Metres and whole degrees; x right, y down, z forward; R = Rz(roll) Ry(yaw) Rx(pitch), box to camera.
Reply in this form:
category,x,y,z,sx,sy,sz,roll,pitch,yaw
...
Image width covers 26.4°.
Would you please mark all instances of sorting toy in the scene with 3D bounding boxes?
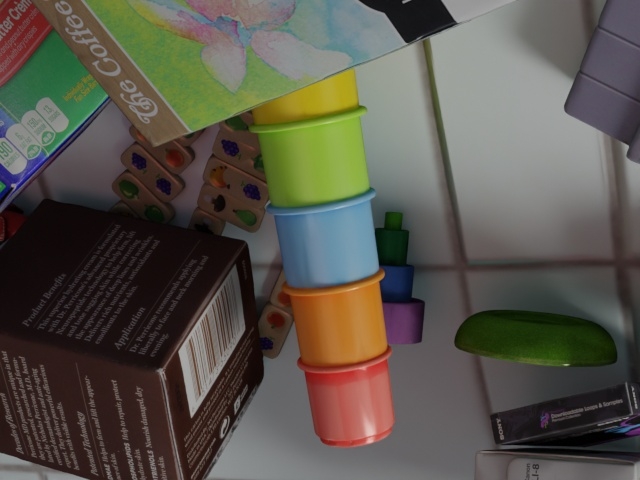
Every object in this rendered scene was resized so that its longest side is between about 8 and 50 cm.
category,x,y,z,sx,sy,sz,roll,pitch,yaw
sorting toy,0.196,0.033,1.058,0.365,0.127,0.126,7,95,21

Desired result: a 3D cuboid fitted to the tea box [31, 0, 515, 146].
category,x,y,z,sx,sy,sz,roll,pitch,yaw
tea box,-0.047,-0.282,0.821,0.323,0.220,0.329,-19,124,32

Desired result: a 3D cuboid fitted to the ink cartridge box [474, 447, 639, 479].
category,x,y,z,sx,sy,sz,roll,pitch,yaw
ink cartridge box,0.203,0.233,1.095,0.127,0.176,0.128,0,83,23

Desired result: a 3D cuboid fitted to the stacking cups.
category,x,y,z,sx,sy,sz,roll,pitch,yaw
stacking cups,0.000,0.000,1.029,0.096,0.096,0.316,-4,99,24

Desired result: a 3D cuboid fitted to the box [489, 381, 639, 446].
category,x,y,z,sx,sy,sz,roll,pitch,yaw
box,0.221,0.139,1.072,0.116,0.162,0.029,-19,70,32

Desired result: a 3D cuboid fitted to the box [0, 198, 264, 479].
category,x,y,z,sx,sy,sz,roll,pitch,yaw
box,-0.175,0.092,1.165,0.203,0.168,0.167,12,133,19

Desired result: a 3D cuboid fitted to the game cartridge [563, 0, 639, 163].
category,x,y,z,sx,sy,sz,roll,pitch,yaw
game cartridge,0.349,-0.095,0.873,0.355,0.068,0.230,30,125,17

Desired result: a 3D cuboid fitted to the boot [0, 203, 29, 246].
category,x,y,z,sx,sy,sz,roll,pitch,yaw
boot,-0.353,-0.050,1.212,0.176,0.088,0.244,-6,127,25

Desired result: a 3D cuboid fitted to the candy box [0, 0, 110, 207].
category,x,y,z,sx,sy,sz,roll,pitch,yaw
candy box,-0.304,-0.177,0.990,0.317,0.268,0.122,43,123,-9

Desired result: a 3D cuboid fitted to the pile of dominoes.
category,x,y,z,sx,sy,sz,roll,pitch,yaw
pile of dominoes,-0.091,-0.018,1.155,0.196,0.040,0.251,26,127,3
